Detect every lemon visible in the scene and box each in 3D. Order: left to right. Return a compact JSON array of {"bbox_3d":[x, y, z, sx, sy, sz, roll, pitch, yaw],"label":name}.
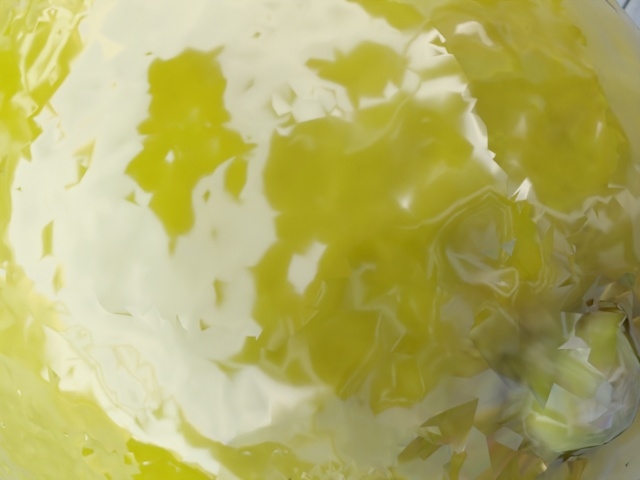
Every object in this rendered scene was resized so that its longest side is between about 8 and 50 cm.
[{"bbox_3d":[0.000,0.000,0.514,0.364,0.364,0.364,-1,80,5],"label":"lemon"}]
